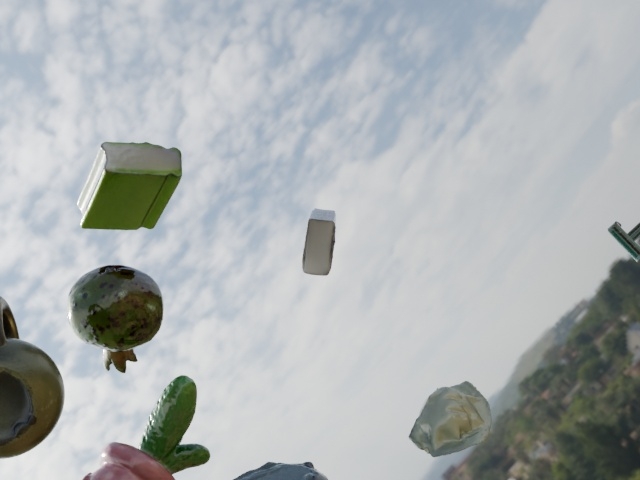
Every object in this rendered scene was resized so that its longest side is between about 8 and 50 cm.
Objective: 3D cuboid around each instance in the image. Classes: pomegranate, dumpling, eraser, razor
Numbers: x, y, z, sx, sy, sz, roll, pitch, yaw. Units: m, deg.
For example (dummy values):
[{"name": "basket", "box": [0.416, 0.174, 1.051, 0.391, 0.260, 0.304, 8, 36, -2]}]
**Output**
[{"name": "pomegranate", "box": [-0.474, 0.188, 2.233, 0.231, 0.231, 0.286, -42, -49, -19]}, {"name": "dumpling", "box": [0.276, 0.370, 1.885, 0.181, 0.155, 0.111, -54, -37, -10]}, {"name": "eraser", "box": [0.000, 0.000, 2.076, 0.210, 0.068, 0.124, -79, -6, -81]}, {"name": "razor", "box": [0.515, -0.030, 1.449, 0.191, 0.068, 0.037, -33, -13, -38]}, {"name": "eraser", "box": [-0.471, -0.128, 2.280, 0.210, 0.092, 0.274, 1, -31, -30]}]

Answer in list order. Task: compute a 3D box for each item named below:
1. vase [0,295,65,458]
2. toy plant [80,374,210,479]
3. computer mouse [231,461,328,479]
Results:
[{"name": "vase", "box": [-0.656, 0.274, 1.922, 0.241, 0.329, 0.302, -8, 2, -7]}, {"name": "toy plant", "box": [-0.396, 0.511, 2.109, 0.356, 0.211, 0.317, -51, -7, -32]}, {"name": "computer mouse", "box": [-0.129, 0.473, 1.460, 0.203, 0.114, 0.374, 1, 16, 43]}]
